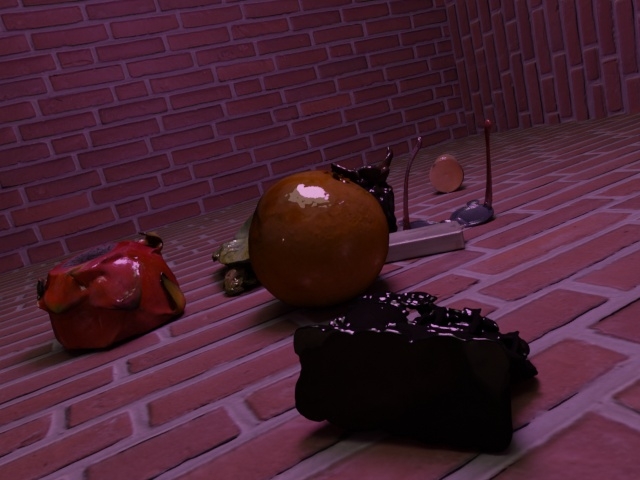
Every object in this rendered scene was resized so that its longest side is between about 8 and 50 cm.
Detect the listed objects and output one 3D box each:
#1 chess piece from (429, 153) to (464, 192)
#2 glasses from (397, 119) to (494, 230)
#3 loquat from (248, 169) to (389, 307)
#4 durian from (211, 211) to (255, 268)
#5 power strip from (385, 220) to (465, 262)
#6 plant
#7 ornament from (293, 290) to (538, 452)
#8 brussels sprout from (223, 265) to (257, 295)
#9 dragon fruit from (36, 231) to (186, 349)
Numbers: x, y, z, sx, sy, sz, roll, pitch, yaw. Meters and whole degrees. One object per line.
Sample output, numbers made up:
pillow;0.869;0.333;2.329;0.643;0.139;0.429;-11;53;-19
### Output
chess piece;0.467;-0.260;1.823;0.117;0.117;0.397;-11;10;17
glasses;0.293;-0.143;1.138;0.234;0.268;0.118;-14;31;-10
loquat;0.000;0.000;0.903;0.263;0.263;0.263;-14;12;3
durian;-0.166;0.027;1.266;0.198;0.163;0.394;-47;17;-17
power strip;0.135;0.019;1.088;0.367;0.043;0.106;-11;12;12
plant;0.101;-0.100;1.245;0.204;0.234;0.178;-9;17;-4
ornament;0.118;0.116;0.571;0.251;0.106;0.260;1;9;29
brussels sprout;-0.181;0.087;1.117;0.085;0.058;0.085;3;14;-1
dragon fruit;-0.451;0.098;1.046;0.290;0.189;0.290;-13;12;3
